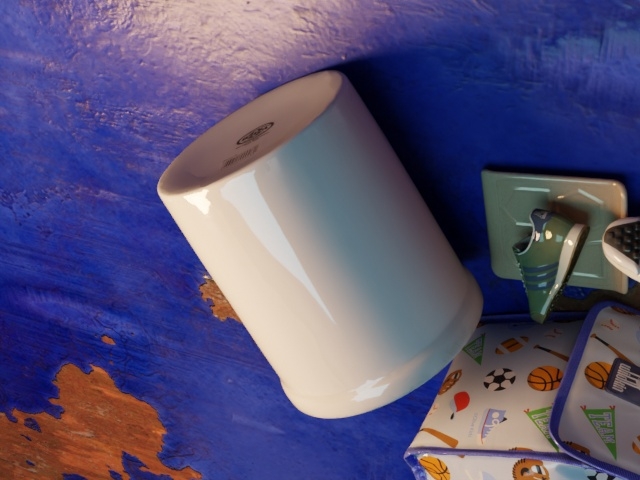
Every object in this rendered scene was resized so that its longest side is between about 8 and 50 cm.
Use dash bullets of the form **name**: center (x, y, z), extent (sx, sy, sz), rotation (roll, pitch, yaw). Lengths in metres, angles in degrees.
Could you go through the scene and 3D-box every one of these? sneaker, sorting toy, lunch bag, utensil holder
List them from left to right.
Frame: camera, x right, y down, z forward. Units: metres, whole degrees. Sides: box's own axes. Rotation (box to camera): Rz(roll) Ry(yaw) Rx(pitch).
- **utensil holder**: center (0.000, 0.000, 1.462), extent (0.328, 0.327, 0.385), rotation (-15, 117, 37)
- **sneaker**: center (0.310, 0.030, 1.453), extent (0.086, 0.064, 0.192), rotation (30, 139, 19)
- **sorting toy**: center (0.335, -0.017, 1.465), extent (0.208, 0.038, 0.193), rotation (9, 132, 28)
- **lunch bag**: center (0.361, 0.262, 1.487), extent (0.385, 0.328, 0.239), rotation (-4, 124, 34)
- **sneaker**: center (0.504, 0.060, 1.378), extent (0.292, 0.110, 0.118), rotation (22, 151, -3)
